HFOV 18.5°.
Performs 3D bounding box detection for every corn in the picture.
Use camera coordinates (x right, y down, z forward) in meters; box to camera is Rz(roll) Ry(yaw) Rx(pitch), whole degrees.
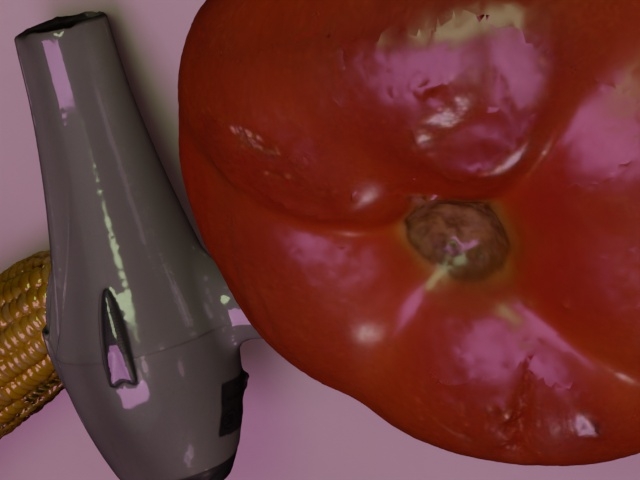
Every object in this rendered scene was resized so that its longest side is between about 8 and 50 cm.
[{"bbox_3d":[-0.177,0.069,1.026,0.072,0.072,0.203,44,129,-11],"label":"corn"}]

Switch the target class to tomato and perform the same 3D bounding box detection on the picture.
[{"bbox_3d":[0.075,-0.035,0.755,0.260,0.180,0.260,14,128,18],"label":"tomato"}]

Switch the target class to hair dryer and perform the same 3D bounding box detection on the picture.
[{"bbox_3d":[-0.029,-0.025,0.895,0.267,0.092,0.229,-29,99,16],"label":"hair dryer"}]
